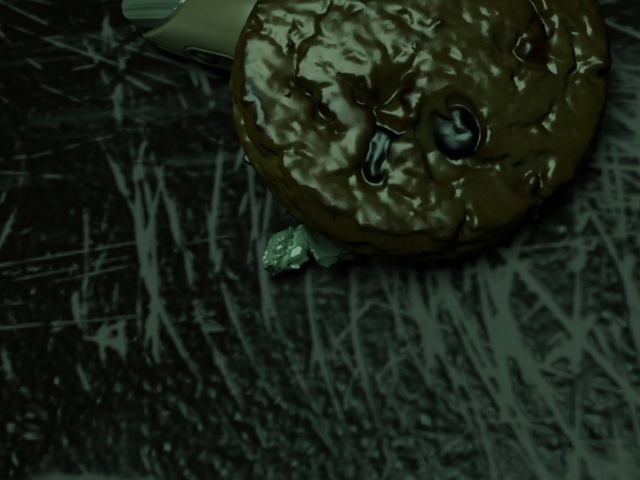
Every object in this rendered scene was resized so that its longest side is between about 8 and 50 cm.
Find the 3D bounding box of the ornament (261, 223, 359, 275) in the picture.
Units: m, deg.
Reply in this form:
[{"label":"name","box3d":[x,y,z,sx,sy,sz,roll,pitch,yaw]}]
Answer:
[{"label":"ornament","box3d":[0.003,-0.001,1.054,0.092,0.041,0.068,4,45,33]}]

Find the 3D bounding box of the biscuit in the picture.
[{"label":"biscuit","box3d":[0.075,-0.126,1.020,0.295,0.075,0.296,0,78,-1]}]

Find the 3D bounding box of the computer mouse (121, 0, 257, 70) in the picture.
[{"label":"computer mouse","box3d":[-0.057,-0.212,1.171,0.236,0.082,0.145,19,72,28]}]
